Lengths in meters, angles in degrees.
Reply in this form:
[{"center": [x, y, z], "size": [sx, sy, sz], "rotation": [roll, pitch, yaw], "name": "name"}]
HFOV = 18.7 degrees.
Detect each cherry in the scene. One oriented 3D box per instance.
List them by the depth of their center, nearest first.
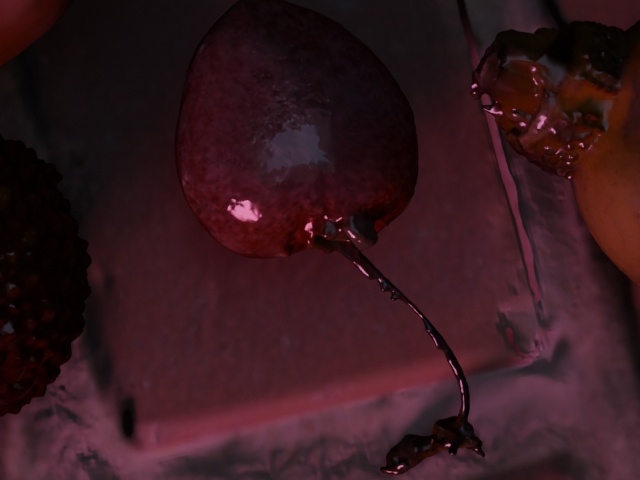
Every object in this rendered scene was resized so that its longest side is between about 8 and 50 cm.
[{"center": [0.000, 0.000, 0.850], "size": [0.107, 0.090, 0.225], "rotation": [-16, 91, -20], "name": "cherry"}]

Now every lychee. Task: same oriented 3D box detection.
[{"center": [-0.156, 0.011, 0.811], "size": [0.123, 0.123, 0.129], "rotation": [4, 81, -5], "name": "lychee"}]

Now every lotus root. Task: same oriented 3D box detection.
[{"center": [0.229, -0.030, 0.844], "size": [0.342, 0.151, 0.169], "rotation": [11, 92, -3], "name": "lotus root"}]

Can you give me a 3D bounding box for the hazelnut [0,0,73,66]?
[{"center": [-0.237, -0.201, 0.754], "size": [0.372, 0.315, 0.372], "rotation": [1, 92, 21], "name": "hazelnut"}]
